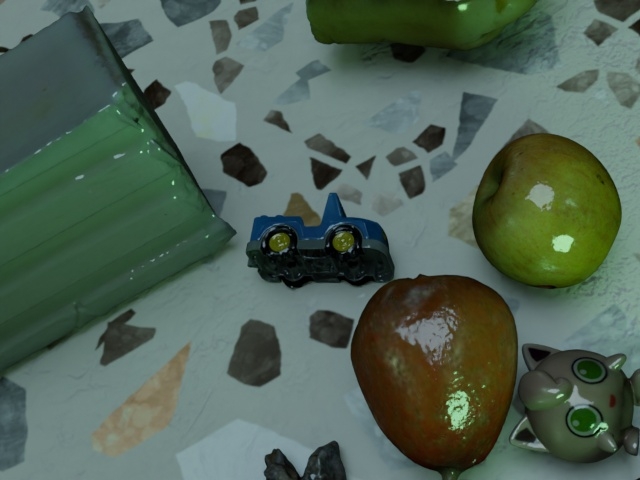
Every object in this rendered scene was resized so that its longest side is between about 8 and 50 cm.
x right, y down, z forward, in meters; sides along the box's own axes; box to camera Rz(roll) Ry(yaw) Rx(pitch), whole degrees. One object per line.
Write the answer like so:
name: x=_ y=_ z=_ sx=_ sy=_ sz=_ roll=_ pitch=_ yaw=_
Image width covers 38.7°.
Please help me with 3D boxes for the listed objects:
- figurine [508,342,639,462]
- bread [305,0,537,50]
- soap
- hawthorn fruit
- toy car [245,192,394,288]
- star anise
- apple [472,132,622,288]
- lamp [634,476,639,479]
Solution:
figurine: x=0.278 y=0.176 z=0.986 sx=0.138 sy=0.125 sz=0.125 roll=10 pitch=65 yaw=15
bread: x=0.167 y=-0.405 z=1.285 sx=0.341 sy=0.210 sz=0.301 roll=3 pitch=74 yaw=17
soap: x=-0.379 y=-0.038 z=1.159 sx=0.435 sy=0.350 sz=0.213 roll=-31 pitch=59 yaw=1
hawthorn fruit: x=0.132 y=0.161 z=1.001 sx=0.199 sy=0.199 sz=0.251 roll=-10 pitch=73 yaw=10
toy car: x=0.000 y=0.000 z=1.174 sx=0.191 sy=0.097 sz=0.100 roll=0 pitch=62 yaw=16
star anise: x=-0.041 y=0.333 z=1.020 sx=0.196 sy=0.073 sz=0.212 roll=-25 pitch=56 yaw=-2
apple: x=0.267 y=-0.033 z=1.080 sx=0.155 sy=0.182 sz=0.183 roll=22 pitch=67 yaw=-7
lamp: x=0.356 y=0.300 z=0.889 sx=0.156 sy=0.135 sz=0.157 roll=-23 pitch=57 yaw=2
